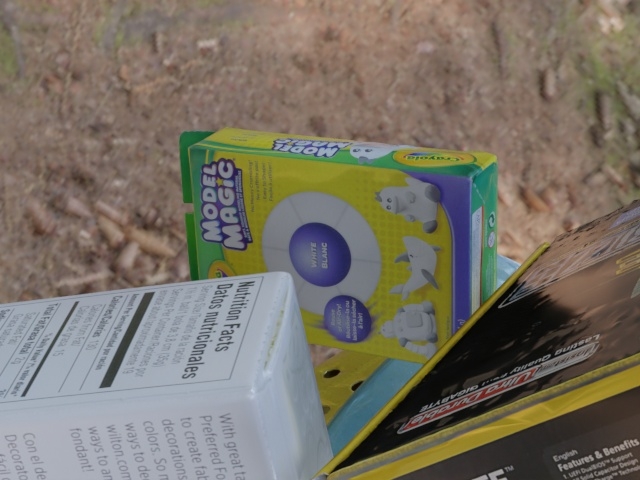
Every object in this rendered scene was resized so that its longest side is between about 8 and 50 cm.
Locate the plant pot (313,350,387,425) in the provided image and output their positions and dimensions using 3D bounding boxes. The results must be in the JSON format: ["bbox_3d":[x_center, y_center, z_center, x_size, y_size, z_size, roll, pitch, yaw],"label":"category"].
[{"bbox_3d":[0.059,0.206,1.071,0.212,0.212,0.187,-28,113,-28],"label":"plant pot"}]

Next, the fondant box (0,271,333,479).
[{"bbox_3d":[-0.153,0.155,0.534,0.096,0.331,0.238,-73,154,-62],"label":"fondant box"}]

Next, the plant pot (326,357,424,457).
[{"bbox_3d":[0.098,0.164,0.809,0.165,0.165,0.234,29,78,29],"label":"plant pot"}]

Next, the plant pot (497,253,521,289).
[{"bbox_3d":[0.169,0.115,1.546,0.293,0.293,0.196,26,85,-17],"label":"plant pot"}]

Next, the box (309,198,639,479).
[{"bbox_3d":[0.188,0.007,0.401,0.079,0.322,0.257,62,33,-1],"label":"box"}]

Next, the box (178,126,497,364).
[{"bbox_3d":[0.000,0.000,0.624,0.179,0.105,0.043,8,23,28],"label":"box"}]
